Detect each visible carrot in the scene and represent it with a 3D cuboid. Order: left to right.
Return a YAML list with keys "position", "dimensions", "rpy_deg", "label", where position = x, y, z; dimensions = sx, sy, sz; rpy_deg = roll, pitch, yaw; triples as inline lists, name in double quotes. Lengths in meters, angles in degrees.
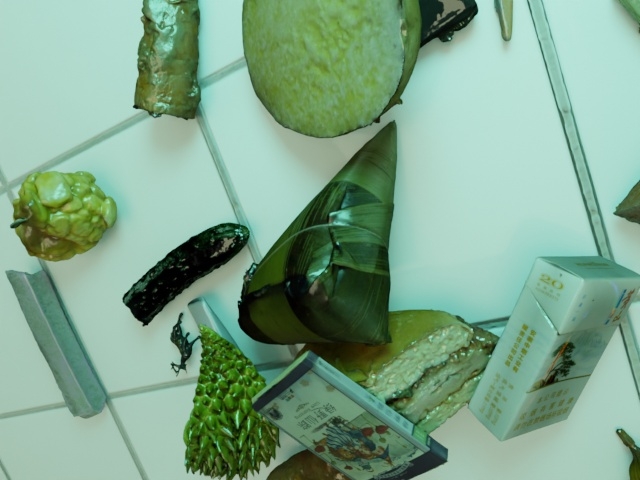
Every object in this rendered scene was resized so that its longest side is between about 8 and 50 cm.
- position: [-0.225, -0.316, 0.652]
  dimensions: [0.102, 0.102, 0.262]
  rpy_deg: [13, 103, 16]
  label: "carrot"

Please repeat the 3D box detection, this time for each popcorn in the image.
- position: [-0.463, -0.053, 0.781]
  dimensions: [0.140, 0.164, 0.194]
  rpy_deg: [57, 148, 18]
  label: "popcorn"

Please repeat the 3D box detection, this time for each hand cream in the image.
- position: [-0.167, 0.217, 0.795]
  dimensions: [0.079, 0.048, 0.255]
  rpy_deg: [-25, 97, 47]
  label: "hand cream"

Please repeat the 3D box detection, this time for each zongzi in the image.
- position: [0.000, 0.000, 0.660]
  dimensions: [0.154, 0.317, 0.290]
  rpy_deg: [31, 152, -27]
  label: "zongzi"

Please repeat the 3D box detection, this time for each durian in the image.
- position: [-0.162, 0.314, 0.762]
  dimensions: [0.158, 0.169, 0.355]
  rpy_deg: [-1, 130, -22]
  label: "durian"

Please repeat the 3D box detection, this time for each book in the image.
- position: [0.031, 0.256, 0.586]
  dimensions: [0.231, 0.026, 0.157]
  rpy_deg: [37, 126, -6]
  label: "book"

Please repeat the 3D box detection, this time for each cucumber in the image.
- position: [-0.241, 0.050, 0.762]
  dimensions: [0.304, 0.072, 0.081]
  rpy_deg: [-37, 88, 24]
  label: "cucumber"

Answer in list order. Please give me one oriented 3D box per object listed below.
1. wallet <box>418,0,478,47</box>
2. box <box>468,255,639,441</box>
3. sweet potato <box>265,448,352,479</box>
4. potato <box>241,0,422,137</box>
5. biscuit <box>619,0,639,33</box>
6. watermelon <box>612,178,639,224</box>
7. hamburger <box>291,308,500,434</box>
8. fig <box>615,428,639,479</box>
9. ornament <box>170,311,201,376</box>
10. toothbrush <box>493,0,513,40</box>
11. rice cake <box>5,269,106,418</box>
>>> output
- position: [0.082, -0.351, 0.551]
  dimensions: [0.149, 0.044, 0.249]
  rpy_deg: [-25, 96, 28]
  label: "wallet"
- position: [0.297, 0.134, 0.553]
  dimensions: [0.067, 0.150, 0.232]
  rpy_deg: [39, 122, 49]
  label: "box"
- position: [0.053, 0.380, 0.741]
  dimensions: [0.355, 0.095, 0.106]
  rpy_deg: [-34, 136, 26]
  label: "sweet potato"
- position: [0.019, -0.256, 0.533]
  dimensions: [0.299, 0.116, 0.238]
  rpy_deg: [12, 124, 49]
  label: "potato"
- position: [0.428, -0.243, 0.459]
  dimensions: [0.121, 0.040, 0.199]
  rpy_deg: [-40, 91, 27]
  label: "biscuit"
- position: [0.451, -0.079, 0.446]
  dimensions: [0.193, 0.139, 0.256]
  rpy_deg: [39, 128, 1]
  label: "watermelon"
- position: [0.086, 0.196, 0.642]
  dimensions: [0.282, 0.245, 0.155]
  rpy_deg: [-42, 118, -13]
  label: "hamburger"
- position: [0.483, 0.334, 0.581]
  dimensions: [0.119, 0.119, 0.152]
  rpy_deg: [-15, 56, 23]
  label: "fig"
- position: [-0.271, 0.208, 0.837]
  dimensions: [0.073, 0.028, 0.125]
  rpy_deg: [41, 123, 28]
  label: "ornament"
- position: [0.201, -0.426, 0.494]
  dimensions: [0.037, 0.028, 0.374]
  rpy_deg: [-5, 103, 13]
  label: "toothbrush"
- position: [-0.565, 0.220, 0.933]
  dimensions: [0.073, 0.056, 0.364]
  rpy_deg: [-18, 98, 23]
  label: "rice cake"
